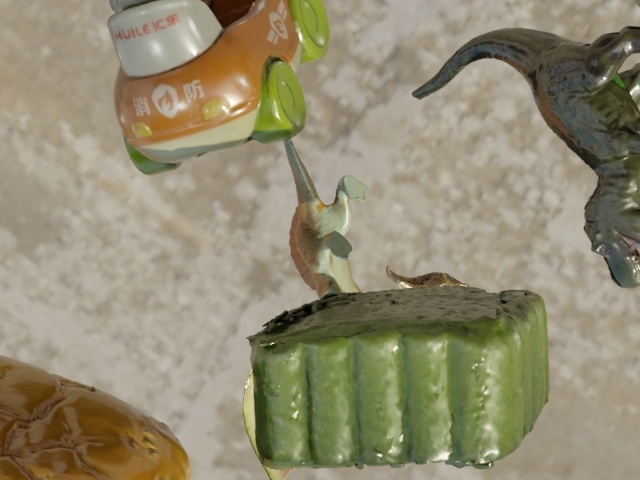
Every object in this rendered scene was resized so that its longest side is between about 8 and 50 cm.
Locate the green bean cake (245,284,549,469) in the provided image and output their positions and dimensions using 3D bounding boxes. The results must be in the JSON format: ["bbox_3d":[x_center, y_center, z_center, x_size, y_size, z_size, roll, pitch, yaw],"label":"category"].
[{"bbox_3d":[0.062,0.097,1.228,0.200,0.214,0.113,-5,95,13],"label":"green bean cake"}]

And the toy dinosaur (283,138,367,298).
[{"bbox_3d":[0.001,0.001,1.536,0.212,0.057,0.142,69,155,19],"label":"toy dinosaur"}]

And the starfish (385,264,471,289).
[{"bbox_3d":[0.137,0.058,1.863,0.130,0.041,0.133,5,160,10],"label":"starfish"}]

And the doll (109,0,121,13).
[{"bbox_3d":[-0.080,-0.284,1.538,0.149,0.278,0.175,39,141,33],"label":"doll"}]

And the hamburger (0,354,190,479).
[{"bbox_3d":[-0.247,0.206,1.220,0.318,0.318,0.158,22,117,12],"label":"hamburger"}]

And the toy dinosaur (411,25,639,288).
[{"bbox_3d":[0.141,-0.061,1.043,0.179,0.187,0.087,-15,154,16],"label":"toy dinosaur"}]

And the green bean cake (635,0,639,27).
[{"bbox_3d":[0.362,-0.257,1.159,0.319,0.218,0.335,-12,106,7],"label":"green bean cake"}]

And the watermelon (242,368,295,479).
[{"bbox_3d":[-0.005,0.120,1.435,0.087,0.163,0.069,43,-170,16],"label":"watermelon"}]

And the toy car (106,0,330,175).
[{"bbox_3d":[-0.108,-0.189,1.357,0.145,0.235,0.235,-14,126,23],"label":"toy car"}]
